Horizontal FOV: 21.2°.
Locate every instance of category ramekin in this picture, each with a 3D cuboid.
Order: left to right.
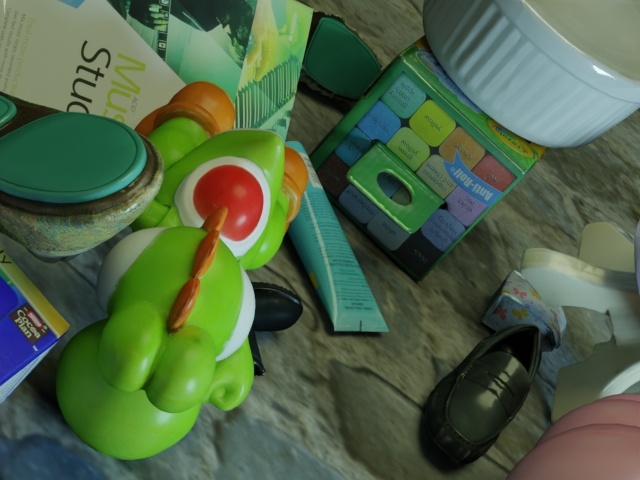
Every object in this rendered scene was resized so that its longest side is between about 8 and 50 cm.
[{"bbox_3d":[0.226,-0.214,1.764,0.273,0.127,0.273,29,33,-21],"label":"ramekin"}]

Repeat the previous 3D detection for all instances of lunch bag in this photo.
[{"bbox_3d":[0.220,0.082,1.811,0.083,0.053,0.071,32,28,1],"label":"lunch bag"}]

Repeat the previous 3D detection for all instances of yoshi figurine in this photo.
[{"bbox_3d":[-0.123,0.037,1.345,0.362,0.204,0.203,-75,159,-59],"label":"yoshi figurine"}]

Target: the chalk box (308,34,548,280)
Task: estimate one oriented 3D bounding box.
[{"bbox_3d":[0.118,-0.097,1.789,0.180,0.179,0.289,43,29,1],"label":"chalk box"}]

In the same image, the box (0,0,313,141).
[{"bbox_3d":[-0.165,-0.153,1.515,0.322,0.058,0.232,20,76,-36],"label":"box"}]

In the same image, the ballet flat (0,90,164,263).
[{"bbox_3d":[-0.219,-0.044,1.251,0.123,0.123,0.349,8,9,-45],"label":"ballet flat"}]

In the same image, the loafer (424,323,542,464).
[{"bbox_3d":[0.160,0.139,1.635,0.076,0.078,0.223,43,29,1],"label":"loafer"}]

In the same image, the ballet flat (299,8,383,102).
[{"bbox_3d":[-0.033,-0.225,1.881,0.241,0.091,0.077,26,1,-36],"label":"ballet flat"}]

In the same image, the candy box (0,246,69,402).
[{"bbox_3d":[-0.348,0.047,1.088,0.268,0.122,0.317,48,29,-1],"label":"candy box"}]

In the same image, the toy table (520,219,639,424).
[{"bbox_3d":[0.332,0.083,1.765,0.274,0.161,0.252,57,40,-32],"label":"toy table"}]

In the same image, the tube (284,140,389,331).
[{"bbox_3d":[0.000,0.000,1.660,0.080,0.052,0.207,0,56,-44],"label":"tube"}]

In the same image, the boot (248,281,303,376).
[{"bbox_3d":[-0.065,0.078,1.478,0.121,0.045,0.099,17,36,-26],"label":"boot"}]

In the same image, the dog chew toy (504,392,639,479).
[{"bbox_3d":[0.267,0.238,1.534,0.206,0.206,0.332,43,21,0],"label":"dog chew toy"}]
